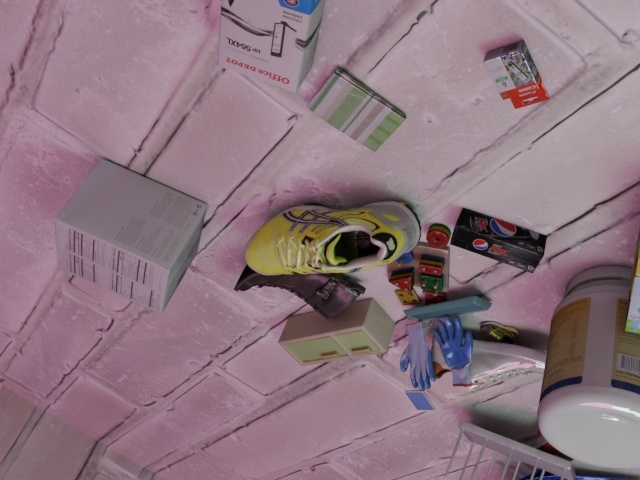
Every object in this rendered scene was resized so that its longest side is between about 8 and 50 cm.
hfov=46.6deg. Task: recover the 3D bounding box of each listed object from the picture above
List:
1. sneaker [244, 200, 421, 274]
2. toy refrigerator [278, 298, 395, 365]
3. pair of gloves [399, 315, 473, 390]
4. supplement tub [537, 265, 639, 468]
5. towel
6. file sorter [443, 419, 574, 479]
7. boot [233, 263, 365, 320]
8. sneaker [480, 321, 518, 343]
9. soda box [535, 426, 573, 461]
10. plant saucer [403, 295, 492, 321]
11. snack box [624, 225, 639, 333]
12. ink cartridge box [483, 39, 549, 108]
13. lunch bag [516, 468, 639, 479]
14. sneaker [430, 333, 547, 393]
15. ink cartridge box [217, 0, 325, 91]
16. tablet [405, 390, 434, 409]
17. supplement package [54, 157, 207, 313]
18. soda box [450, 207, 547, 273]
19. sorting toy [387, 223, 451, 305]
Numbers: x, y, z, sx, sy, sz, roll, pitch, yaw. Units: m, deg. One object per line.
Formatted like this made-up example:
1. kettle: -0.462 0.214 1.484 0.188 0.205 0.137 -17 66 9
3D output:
1. sneaker: 0.000 0.000 1.474 0.384 0.147 0.145 -12 100 29
2. toy refrigerator: 0.035 0.227 1.784 0.269 0.094 0.102 -17 126 38
3. pair of gloves: 0.253 0.251 1.644 0.198 0.159 0.023 -14 171 41
4. supplement tub: 0.529 0.225 1.355 0.228 0.316 0.228 14 140 12
5. towel: 0.064 -0.230 1.317 0.152 0.023 0.113 31 143 -12
6. file sorter: 0.462 0.591 1.838 0.277 0.173 0.193 17 161 28
7. boot: -0.053 0.112 1.701 0.229 0.091 0.263 40 136 -18
8. sneaker: 0.389 0.202 1.623 0.083 0.035 0.031 8 138 18
9. soda box: 0.610 0.425 1.726 0.092 0.083 0.263 27 140 -3
10. plant saucer: 0.273 0.151 1.613 0.192 0.018 0.067 -16 151 42
11. snack box: 0.558 0.029 1.233 0.070 0.175 0.207 10 140 21
12. ink cartridge box: 0.308 -0.250 1.160 0.062 0.029 0.115 -12 128 36
13. lunch bag: 0.658 0.770 1.976 0.385 0.239 0.328 -4 136 20
14. sneaker: 0.381 0.285 1.636 0.290 0.123 0.106 4 165 30
15. ink cartridge box: -0.079 -0.357 1.189 0.148 0.086 0.203 20 140 5
16. tablet: 0.262 0.422 1.958 0.054 0.006 0.083 -9 130 34
17. supplement package: -0.423 -0.008 1.664 0.262 0.199 0.198 24 142 0
18. soda box: 0.336 -0.001 1.407 0.168 0.053 0.060 19 140 5
19. sorting toy: 0.201 0.069 1.560 0.132 0.046 0.275 10 139 16
